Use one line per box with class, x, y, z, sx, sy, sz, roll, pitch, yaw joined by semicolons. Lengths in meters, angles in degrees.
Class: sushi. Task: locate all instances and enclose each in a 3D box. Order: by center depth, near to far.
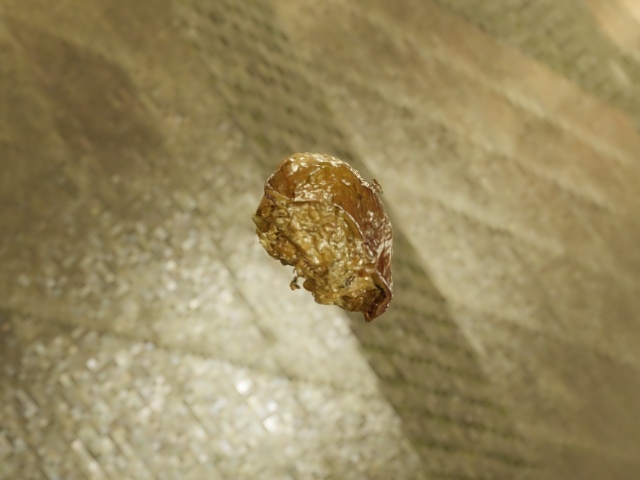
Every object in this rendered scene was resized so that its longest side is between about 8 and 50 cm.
sushi;0.003;-0.001;0.991;0.118;0.061;0.060;39;48;-34
